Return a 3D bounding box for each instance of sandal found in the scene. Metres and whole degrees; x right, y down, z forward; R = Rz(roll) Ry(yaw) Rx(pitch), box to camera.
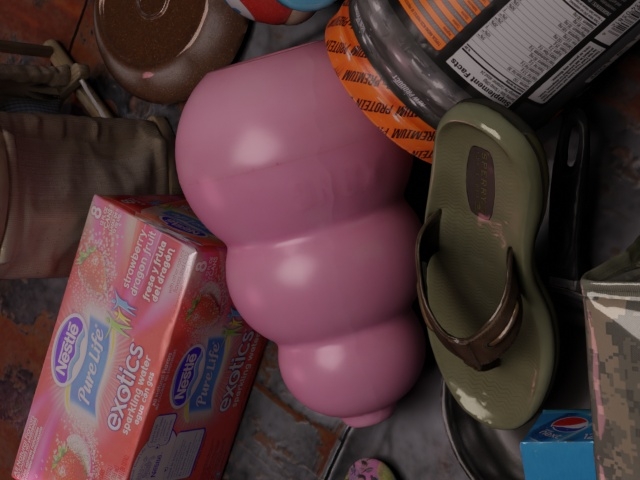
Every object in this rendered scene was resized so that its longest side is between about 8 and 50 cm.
[{"bbox_3d":[0.116,0.030,1.252,0.120,0.086,0.303,18,134,31],"label":"sandal"}]

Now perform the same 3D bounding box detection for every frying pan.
[{"bbox_3d":[0.178,0.072,1.339,0.197,0.053,0.326,-16,82,35],"label":"frying pan"}]

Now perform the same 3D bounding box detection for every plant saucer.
[{"bbox_3d":[-0.156,-0.235,1.576,0.198,0.036,0.199,-3,84,32],"label":"plant saucer"}]

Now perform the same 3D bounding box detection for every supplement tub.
[{"bbox_3d":[0.172,-0.222,1.245,0.338,0.207,0.207,-41,68,29],"label":"supplement tub"}]

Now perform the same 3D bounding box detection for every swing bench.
[{"bbox_3d":[-0.293,-0.084,1.555,0.254,0.253,0.165,34,110,30],"label":"swing bench"}]

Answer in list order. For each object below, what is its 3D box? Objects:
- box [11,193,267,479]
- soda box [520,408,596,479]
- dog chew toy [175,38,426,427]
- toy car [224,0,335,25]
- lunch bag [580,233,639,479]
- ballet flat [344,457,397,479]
[{"bbox_3d":[-0.161,0.117,1.525,0.142,0.154,0.300,27,107,32],"label":"box"},{"bbox_3d":[0.215,0.242,1.267,0.071,0.067,0.210,-4,106,26],"label":"soda box"},{"bbox_3d":[0.000,0.000,1.383,0.206,0.206,0.332,-10,99,35],"label":"dog chew toy"},{"bbox_3d":[-0.102,-0.302,1.375,0.219,0.238,0.210,-139,57,-75],"label":"toy car"},{"bbox_3d":[0.346,0.118,1.128,0.287,0.169,0.235,2,106,32],"label":"lunch bag"},{"bbox_3d":[0.039,0.308,1.429,0.077,0.079,0.222,-2,89,37],"label":"ballet flat"}]
